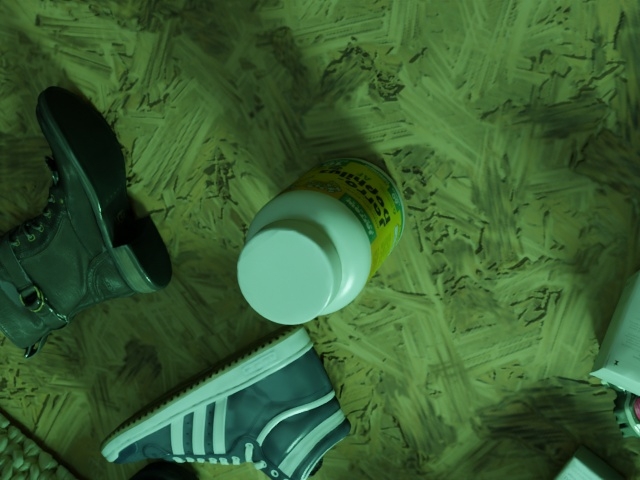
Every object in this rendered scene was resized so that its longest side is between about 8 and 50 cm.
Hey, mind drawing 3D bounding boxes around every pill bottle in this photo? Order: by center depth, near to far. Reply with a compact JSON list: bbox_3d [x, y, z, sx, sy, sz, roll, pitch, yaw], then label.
[{"bbox_3d":[0.000,0.000,1.000,0.117,0.208,0.118,6,108,17],"label":"pill bottle"}]

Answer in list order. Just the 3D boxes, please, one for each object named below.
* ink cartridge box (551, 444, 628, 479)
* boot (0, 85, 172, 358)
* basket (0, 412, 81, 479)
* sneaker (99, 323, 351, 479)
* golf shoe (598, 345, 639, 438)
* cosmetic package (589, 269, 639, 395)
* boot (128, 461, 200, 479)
[{"bbox_3d":[0.253,0.288,1.073,0.099,0.056,0.135,39,106,16],"label":"ink cartridge box"},{"bbox_3d":[-0.305,-0.011,1.164,0.229,0.091,0.263,-19,102,22],"label":"boot"},{"bbox_3d":[-0.486,0.380,1.221,0.266,0.328,0.331,38,114,1],"label":"basket"},{"bbox_3d":[-0.099,0.215,1.163,0.282,0.099,0.153,-31,94,21],"label":"sneaker"},{"bbox_3d":[0.355,0.201,1.008,0.120,0.105,0.273,-21,100,17],"label":"golf shoe"},{"bbox_3d":[0.365,0.119,0.933,0.239,0.060,0.099,24,77,6],"label":"cosmetic package"},{"bbox_3d":[-0.246,0.435,1.192,0.131,0.260,0.348,28,114,8],"label":"boot"}]
